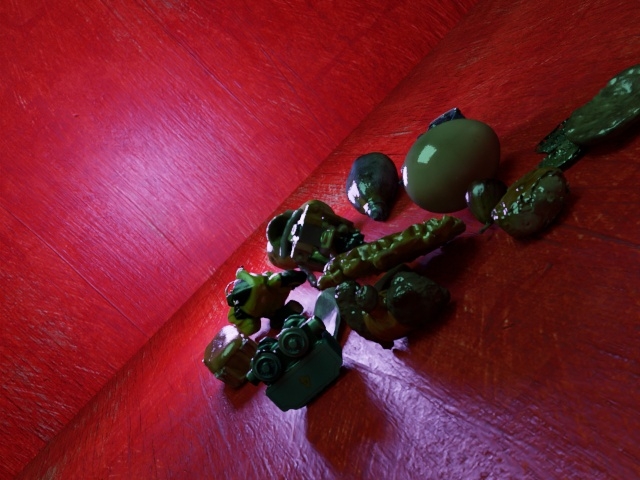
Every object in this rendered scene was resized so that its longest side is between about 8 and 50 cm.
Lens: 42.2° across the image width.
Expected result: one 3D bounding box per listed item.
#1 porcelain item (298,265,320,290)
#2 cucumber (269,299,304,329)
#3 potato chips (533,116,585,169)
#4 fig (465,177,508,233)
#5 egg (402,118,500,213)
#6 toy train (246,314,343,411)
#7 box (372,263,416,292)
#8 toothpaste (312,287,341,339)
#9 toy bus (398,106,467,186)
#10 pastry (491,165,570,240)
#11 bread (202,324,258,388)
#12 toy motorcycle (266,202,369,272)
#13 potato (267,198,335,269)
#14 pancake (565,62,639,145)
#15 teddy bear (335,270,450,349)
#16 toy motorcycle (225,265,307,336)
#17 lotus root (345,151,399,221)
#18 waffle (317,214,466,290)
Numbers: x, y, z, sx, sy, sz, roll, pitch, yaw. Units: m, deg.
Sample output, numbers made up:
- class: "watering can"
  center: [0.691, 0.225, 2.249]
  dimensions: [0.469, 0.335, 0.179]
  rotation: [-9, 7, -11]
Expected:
- class: "porcelain item"
  center: [-0.028, 0.104, 2.273]
  dimensions: [0.021, 0.075, 0.136]
  rotation: [-30, 50, -13]
- class: "cucumber"
  center: [-0.095, 0.203, 2.206]
  dimensions: [0.105, 0.048, 0.048]
  rotation: [-43, 12, 21]
- class: "potato chips"
  center: [0.499, -0.206, 1.663]
  dimensions: [0.202, 0.029, 0.220]
  rotation: [-32, 16, 36]
- class: "fig"
  center: [0.333, -0.061, 1.648]
  dimensions: [0.089, 0.089, 0.125]
  rotation: [-31, 45, 47]
- class: "egg"
  center: [0.292, -0.168, 1.828]
  dimensions: [0.254, 0.188, 0.188]
  rotation: [-44, 11, -25]
- class: "toy train"
  center: [-0.050, 0.246, 1.678]
  dimensions: [0.198, 0.154, 0.107]
  rotation: [-42, 9, 10]
- class: "box"
  center: [0.162, 0.091, 1.797]
  dimensions: [0.090, 0.023, 0.133]
  rotation: [-46, 13, 1]
- class: "toothpaste"
  center: [0.015, 0.186, 1.903]
  dimensions: [0.282, 0.068, 0.099]
  rotation: [-78, 4, -51]
- class: "toy bus"
  center: [0.300, -0.202, 2.038]
  dimensions: [0.116, 0.133, 0.234]
  rotation: [-29, 25, 51]
- class: "pastry"
  center: [0.377, -0.068, 1.487]
  dimensions: [0.153, 0.081, 0.153]
  rotation: [-50, 4, 5]
- class: "bread"
  center: [-0.237, 0.304, 2.203]
  dimensions: [0.136, 0.107, 0.241]
  rotation: [-50, 13, -8]
- class: "toy motorcycle"
  center: [0.000, 0.000, 2.143]
  dimensions: [0.410, 0.237, 0.168]
  rotation: [-179, 106, -72]
- class: "potato"
  center: [-0.055, -0.011, 2.526]
  dimensions: [0.228, 0.148, 0.197]
  rotation: [-52, 27, -22]
- class: "pancake"
  center: [0.562, -0.253, 1.538]
  dimensions: [0.236, 0.042, 0.222]
  rotation: [-45, 21, -24]
- class: "teddy bear"
  center: [0.143, 0.121, 1.533]
  dimensions: [0.190, 0.177, 0.140]
  rotation: [-31, 63, 49]
- class: "toy motorcycle"
  center: [-0.173, 0.161, 2.265]
  dimensions: [0.342, 0.206, 0.142]
  rotation: [131, 136, -60]
- class: "lotus root"
  center: [0.143, -0.155, 2.383]
  dimensions: [0.158, 0.140, 0.322]
  rotation: [-40, 16, 21]
- class: "waffle"
  center: [0.141, 0.024, 1.678]
  dimensions: [0.325, 0.068, 0.302]
  rotation: [-20, -5, -4]
